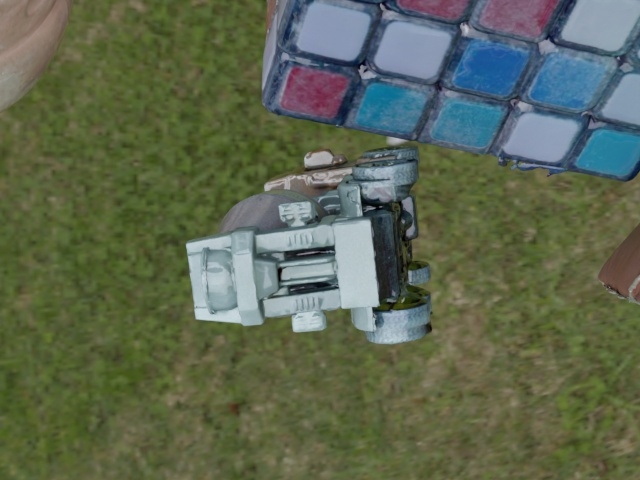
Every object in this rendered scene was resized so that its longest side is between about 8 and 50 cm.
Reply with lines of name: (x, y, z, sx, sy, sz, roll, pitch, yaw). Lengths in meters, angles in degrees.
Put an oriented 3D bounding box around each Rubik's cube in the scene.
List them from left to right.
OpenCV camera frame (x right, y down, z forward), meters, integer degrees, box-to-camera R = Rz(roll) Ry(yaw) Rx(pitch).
Rubik's cube: (0.130, -0.252, 0.901, 0.287, 0.292, 0.293, 113, 166, -48)

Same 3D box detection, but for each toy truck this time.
toy truck: (0.000, 0.000, 0.859, 0.140, 0.256, 0.108, -6, 99, 6)

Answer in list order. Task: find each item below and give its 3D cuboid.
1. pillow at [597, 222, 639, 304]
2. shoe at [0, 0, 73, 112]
pillow: (0.301, 0.006, 1.083, 0.043, 0.232, 0.126, 41, 91, -6)
shoe: (-0.244, -0.186, 0.467, 0.198, 0.351, 0.172, 126, 152, -48)
